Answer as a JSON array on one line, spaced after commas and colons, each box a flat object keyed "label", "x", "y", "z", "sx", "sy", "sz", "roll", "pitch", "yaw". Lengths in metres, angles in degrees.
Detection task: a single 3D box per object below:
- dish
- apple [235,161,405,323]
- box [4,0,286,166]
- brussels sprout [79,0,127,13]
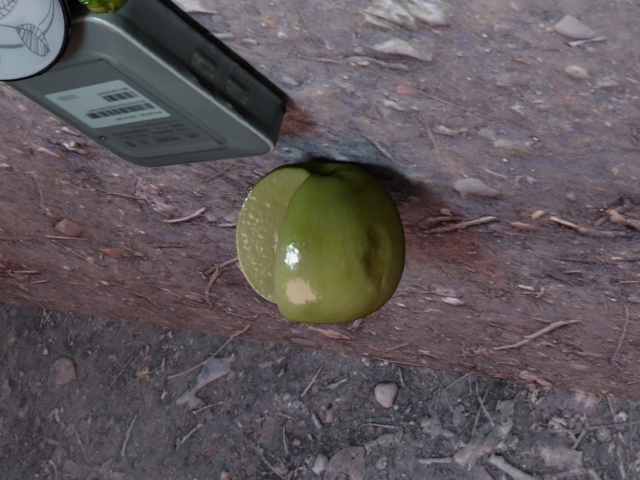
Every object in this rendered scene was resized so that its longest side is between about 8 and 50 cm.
[{"label": "dish", "x": -0.480, "y": -0.360, "z": 1.596, "sx": 0.316, "sy": 0.106, "sz": 0.316, "roll": 9, "pitch": 147, "yaw": 6}, {"label": "apple", "x": 0.000, "y": 0.000, "z": 1.953, "sx": 0.292, "sy": 0.254, "sz": 0.292, "roll": 2, "pitch": -161, "yaw": -1}, {"label": "box", "x": -0.303, "y": -0.247, "z": 1.838, "sx": 0.396, "sy": 0.111, "sz": 0.396, "roll": -2, "pitch": 152, "yaw": 47}, {"label": "brussels sprout", "x": -0.287, "y": -0.371, "z": 1.486, "sx": 0.149, "sy": 0.122, "sz": 0.151, "roll": 45, "pitch": -177, "yaw": -33}]
